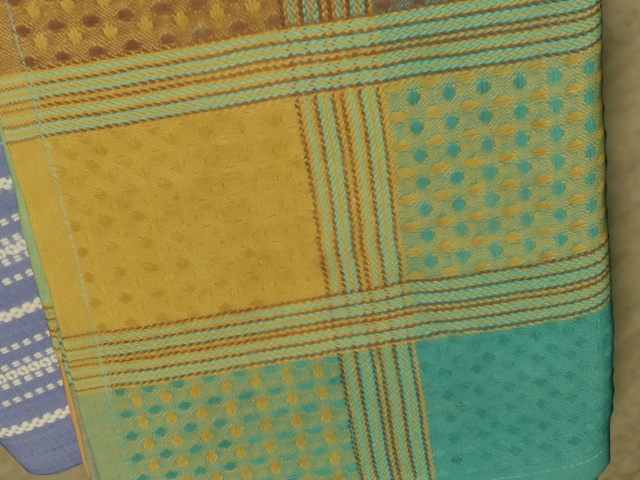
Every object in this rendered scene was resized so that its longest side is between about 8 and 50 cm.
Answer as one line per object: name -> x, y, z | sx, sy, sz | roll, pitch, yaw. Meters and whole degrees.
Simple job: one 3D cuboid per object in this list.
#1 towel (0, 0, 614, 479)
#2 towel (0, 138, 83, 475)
towel -> 0.000, 0.000, 0.839 | 0.271, 0.040, 0.370 | -7, 129, 2
towel -> -0.121, -0.026, 0.857 | 0.243, 0.040, 0.336 | -22, 129, 14
